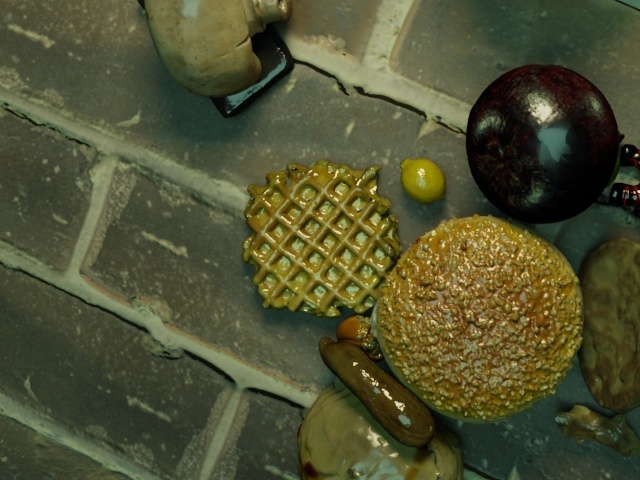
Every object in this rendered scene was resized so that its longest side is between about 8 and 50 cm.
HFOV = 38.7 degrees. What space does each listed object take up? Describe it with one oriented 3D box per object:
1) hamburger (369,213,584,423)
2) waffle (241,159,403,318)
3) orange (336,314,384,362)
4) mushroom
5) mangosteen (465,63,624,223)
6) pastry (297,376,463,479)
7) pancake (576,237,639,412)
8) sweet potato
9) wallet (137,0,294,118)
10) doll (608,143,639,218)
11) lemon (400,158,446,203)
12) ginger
[{"bbox_3d":[0.226,0.110,1.294,0.302,0.170,0.302,2,98,13],"label":"hamburger"},{"bbox_3d":[0.000,0.000,1.395,0.254,0.052,0.245,-3,96,14],"label":"waffle"},{"bbox_3d":[0.065,0.148,1.389,0.086,0.086,0.062,20,59,9],"label":"orange"},{"bbox_3d":[-0.149,-0.333,1.274,0.195,0.189,0.254,-7,93,9],"label":"mushroom"},{"bbox_3d":[0.307,-0.139,1.237,0.216,0.216,0.216,2,98,13],"label":"mangosteen"},{"bbox_3d":[0.067,0.347,1.368,0.256,0.170,0.237,37,101,11],"label":"pastry"},{"bbox_3d":[0.411,0.115,1.248,0.042,0.222,0.236,1,66,-13],"label":"pancake"},{"bbox_3d":[0.072,0.210,1.307,0.062,0.081,0.233,-40,61,-18],"label":"sweet potato"},{"bbox_3d":[-0.160,-0.323,1.389,0.149,0.044,0.250,-35,89,11],"label":"wallet"},{"bbox_3d":[0.531,-0.066,1.252,0.248,0.088,0.127,11,121,20],"label":"doll"},{"bbox_3d":[0.149,-0.089,1.341,0.083,0.062,0.062,44,105,4],"label":"lemon"},{"bbox_3d":[0.409,0.278,1.345,0.137,0.044,0.057,18,72,4],"label":"ginger"}]
